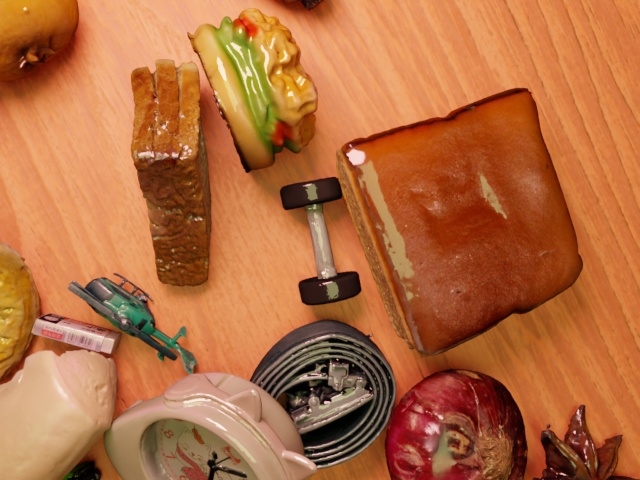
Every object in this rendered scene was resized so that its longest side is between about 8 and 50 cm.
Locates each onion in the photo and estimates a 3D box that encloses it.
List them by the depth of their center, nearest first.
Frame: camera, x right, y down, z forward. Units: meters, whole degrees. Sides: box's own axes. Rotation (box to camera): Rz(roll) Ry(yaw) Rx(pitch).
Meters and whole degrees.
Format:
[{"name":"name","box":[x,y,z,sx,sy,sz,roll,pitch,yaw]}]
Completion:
[{"name":"onion","box":[0.207,0.317,0.845,0.246,0.190,0.246,-3,94,-38]}]

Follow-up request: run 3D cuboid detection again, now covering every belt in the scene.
[{"name":"belt","box":[-0.010,0.250,0.862,0.267,0.116,0.206,-36,98,1]}]

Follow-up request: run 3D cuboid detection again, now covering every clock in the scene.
[{"name":"clock","box":[-0.143,0.310,0.778,0.324,0.108,0.265,-35,93,33]}]

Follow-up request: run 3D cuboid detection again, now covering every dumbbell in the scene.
[{"name":"dumbbell","box":[0.000,0.000,0.866,0.100,0.100,0.191,-12,93,-5]}]

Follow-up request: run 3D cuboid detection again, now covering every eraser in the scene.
[{"name":"eraser","box":[-0.379,0.145,0.856,0.122,0.052,0.029,17,91,-7]}]

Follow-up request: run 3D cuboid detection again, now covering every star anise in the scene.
[{"name":"star anise","box":[0.438,0.423,0.931,0.272,0.102,0.272,9,70,-25]}]

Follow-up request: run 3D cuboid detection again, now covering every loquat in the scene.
[{"name":"loquat","box":[-0.451,-0.330,0.766,0.208,0.208,0.208,0,91,-6]}]

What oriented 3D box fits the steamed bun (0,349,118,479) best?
[{"name":"steamed bun","box":[-0.410,0.248,0.783,0.225,0.200,0.170,-45,112,-7]}]

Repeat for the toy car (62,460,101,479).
[{"name":"toy car","box":[-0.411,0.421,0.853,0.062,0.071,0.165,27,89,8]}]

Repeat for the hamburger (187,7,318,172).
[{"name":"hamburger","box":[-0.084,-0.222,0.798,0.149,0.237,0.237,-24,94,-4]}]

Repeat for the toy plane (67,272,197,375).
[{"name":"toy plane","box":[-0.282,0.124,0.847,0.235,0.096,0.060,42,90,-23]}]

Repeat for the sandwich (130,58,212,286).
[{"name":"sandwich","box":[-0.220,-0.107,0.835,0.100,0.288,0.254,-7,48,-12]}]

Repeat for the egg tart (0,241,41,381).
[{"name":"egg tart","box":[-0.560,0.108,0.761,0.120,0.315,0.315,28,88,34]}]

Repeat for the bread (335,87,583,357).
[{"name":"bread","box":[0.215,-0.037,0.844,0.324,0.143,0.333,-23,96,-14]}]

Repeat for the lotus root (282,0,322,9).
[{"name":"lotus root","box":[-0.082,-0.468,0.829,0.154,0.140,0.257,-42,105,-17]}]
